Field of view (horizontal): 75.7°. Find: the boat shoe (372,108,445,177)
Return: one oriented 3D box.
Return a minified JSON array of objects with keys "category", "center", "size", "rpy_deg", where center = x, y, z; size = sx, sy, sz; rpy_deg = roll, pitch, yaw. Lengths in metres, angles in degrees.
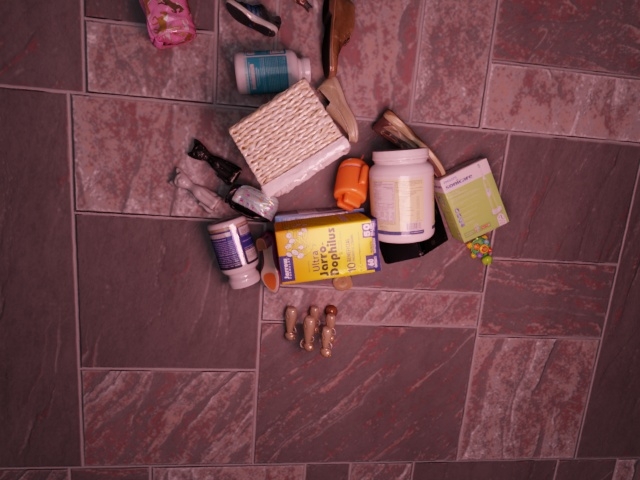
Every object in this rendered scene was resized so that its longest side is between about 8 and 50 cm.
[{"category":"boat shoe","center":[0.346,-0.357,1.623],"size":[0.342,0.123,0.123],"rpy_deg":[41,108,-13]}]

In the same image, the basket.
[{"category":"basket","center":[-0.100,-0.341,1.448],"size":[0.332,0.328,0.266],"rpy_deg":[-33,95,8]}]

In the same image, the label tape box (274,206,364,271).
[{"category":"label tape box","center":[0.000,0.000,1.651],"size":[0.349,0.115,0.248],"rpy_deg":[-6,102,-8]}]

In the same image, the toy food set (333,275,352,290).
[{"category":"toy food set","center":[0.093,0.173,1.742],"size":[0.084,0.020,0.082],"rpy_deg":[-12,102,-4]}]

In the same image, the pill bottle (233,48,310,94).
[{"category":"pill bottle","center":[-0.172,-0.608,1.487],"size":[0.265,0.146,0.146],"rpy_deg":[-5,102,-5]}]

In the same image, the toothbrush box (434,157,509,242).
[{"category":"toothbrush box","center":[0.606,-0.165,1.682],"size":[0.207,0.122,0.283],"rpy_deg":[-26,104,-1]}]

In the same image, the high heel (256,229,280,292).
[{"category":"high heel","center":[-0.196,0.082,1.650],"size":[0.082,0.117,0.243],"rpy_deg":[-11,106,21]}]

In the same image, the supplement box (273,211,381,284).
[{"category":"supplement box","center":[0.020,0.020,1.500],"size":[0.358,0.195,0.193],"rpy_deg":[-8,102,-6]}]

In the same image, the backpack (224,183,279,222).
[{"category":"backpack","center":[-0.251,-0.141,1.557],"size":[0.182,0.152,0.115],"rpy_deg":[26,94,5]}]

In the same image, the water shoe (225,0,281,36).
[{"category":"water shoe","center":[-0.240,-0.816,1.486],"size":[0.203,0.073,0.080],"rpy_deg":[27,75,-15]}]

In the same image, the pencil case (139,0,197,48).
[{"category":"pencil case","center":[-0.552,-0.857,1.386],"size":[0.167,0.160,0.385],"rpy_deg":[-16,104,5]}]

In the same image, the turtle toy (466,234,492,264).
[{"category":"turtle toy","center":[0.694,0.044,1.763],"size":[0.095,0.066,0.130],"rpy_deg":[-28,103,-1]}]

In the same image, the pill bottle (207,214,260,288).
[{"category":"pill bottle","center":[-0.329,0.044,1.598],"size":[0.154,0.153,0.264],"rpy_deg":[-15,102,-3]}]

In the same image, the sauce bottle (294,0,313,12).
[{"category":"sauce bottle","center":[-0.082,-0.886,1.494],"size":[0.042,0.042,0.128],"rpy_deg":[-44,102,3]}]

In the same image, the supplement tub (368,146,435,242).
[{"category":"supplement tub","center":[0.297,-0.170,1.511],"size":[0.236,0.235,0.324],"rpy_deg":[-6,104,-6]}]

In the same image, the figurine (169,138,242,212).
[{"category":"figurine","center":[-0.444,-0.244,1.568],"size":[0.210,0.092,0.214],"rpy_deg":[36,96,-4]}]

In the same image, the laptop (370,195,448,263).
[{"category":"laptop","center":[0.374,-0.054,1.733],"size":[0.265,0.137,0.234],"rpy_deg":[-28,105,-27]}]

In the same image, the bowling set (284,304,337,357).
[{"category":"bowling set","center":[0.002,0.364,1.696],"size":[0.200,0.287,0.153],"rpy_deg":[-11,112,-39]}]

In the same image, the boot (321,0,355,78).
[{"category":"boot","center":[0.068,-0.738,1.499],"size":[0.115,0.112,0.304],"rpy_deg":[4,89,-19]}]

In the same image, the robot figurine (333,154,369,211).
[{"category":"robot figurine","center":[0.120,-0.222,1.581],"size":[0.128,0.158,0.219],"rpy_deg":[7,67,10]}]

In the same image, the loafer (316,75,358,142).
[{"category":"loafer","center":[0.065,-0.489,1.568],"size":[0.092,0.102,0.268],"rpy_deg":[-24,94,0]}]
